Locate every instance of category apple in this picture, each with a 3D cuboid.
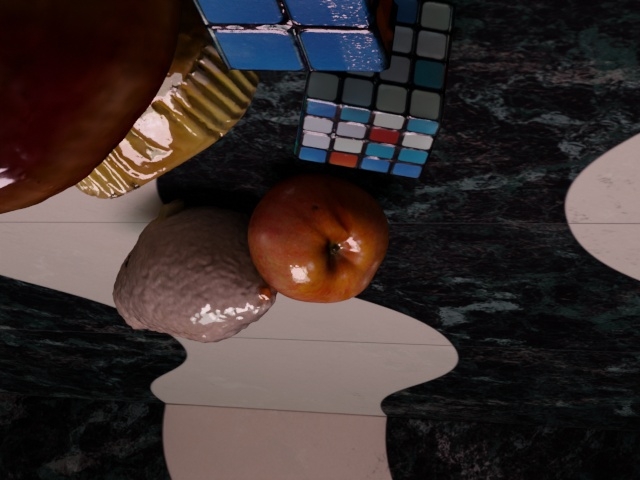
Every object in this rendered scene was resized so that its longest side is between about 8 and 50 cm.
[{"bbox_3d":[0.000,0.000,1.812,0.209,0.209,0.164,21,-179,-29],"label":"apple"}]

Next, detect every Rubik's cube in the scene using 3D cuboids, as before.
[{"bbox_3d":[-0.017,-0.273,1.131,0.167,0.180,0.183,3,161,12],"label":"Rubik's cube"},{"bbox_3d":[0.060,-0.179,1.380,0.154,0.155,0.151,9,159,-2],"label":"Rubik's cube"}]

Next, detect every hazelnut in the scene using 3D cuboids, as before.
[{"bbox_3d":[-0.308,-0.213,1.043,0.353,0.421,0.421,43,155,-1],"label":"hazelnut"}]

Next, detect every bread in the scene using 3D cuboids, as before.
[{"bbox_3d":[-0.222,-0.185,1.359,0.288,0.204,0.156,-22,149,21],"label":"bread"}]

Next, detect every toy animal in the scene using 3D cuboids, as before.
[{"bbox_3d":[-0.195,0.047,1.962,0.358,0.226,0.188,8,158,40],"label":"toy animal"}]
